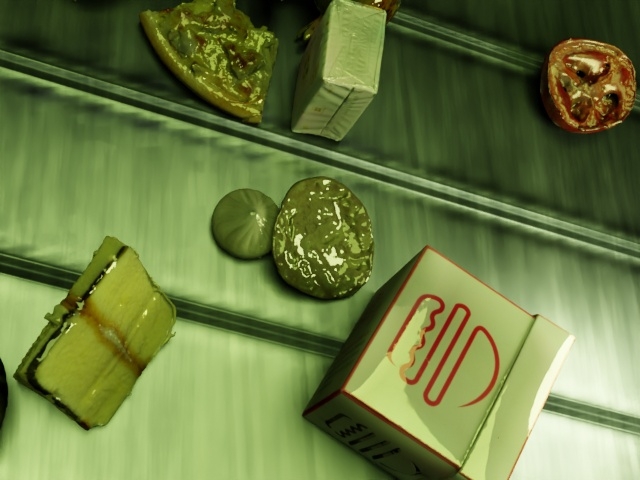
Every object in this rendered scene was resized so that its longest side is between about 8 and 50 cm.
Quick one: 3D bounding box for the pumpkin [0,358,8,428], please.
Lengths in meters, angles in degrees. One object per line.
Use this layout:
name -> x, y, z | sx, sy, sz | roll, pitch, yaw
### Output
pumpkin -> -0.639, 0.242, 1.210 | 0.321, 0.192, 0.320 | 6, 70, -17

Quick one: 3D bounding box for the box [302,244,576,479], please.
box -> 0.189, 0.243, 1.390 | 0.300, 0.314, 0.312 | 33, 66, -1

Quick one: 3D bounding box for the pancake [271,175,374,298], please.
pancake -> 0.000, 0.000, 1.539 | 0.242, 0.050, 0.241 | 6, 77, -29

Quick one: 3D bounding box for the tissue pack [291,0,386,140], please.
tissue pack -> 0.031, -0.329, 1.577 | 0.124, 0.225, 0.184 | 10, 70, -14

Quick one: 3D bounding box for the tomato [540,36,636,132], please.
tomato -> 0.587, -0.342, 1.817 | 0.228, 0.101, 0.227 | 2, 79, -11

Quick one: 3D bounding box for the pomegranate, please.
pomegranate -> 0.050, -0.508, 1.668 | 0.246, 0.198, 0.198 | -25, 80, -3

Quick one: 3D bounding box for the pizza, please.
pizza -> -0.195, -0.388, 1.609 | 0.323, 0.089, 0.223 | 42, 69, 0

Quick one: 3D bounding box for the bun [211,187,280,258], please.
bun -> -0.133, -0.039, 1.507 | 0.138, 0.094, 0.138 | 5, 68, -13

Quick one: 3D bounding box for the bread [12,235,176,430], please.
bread -> -0.354, 0.153, 1.298 | 0.198, 0.236, 0.263 | 32, 67, -4
